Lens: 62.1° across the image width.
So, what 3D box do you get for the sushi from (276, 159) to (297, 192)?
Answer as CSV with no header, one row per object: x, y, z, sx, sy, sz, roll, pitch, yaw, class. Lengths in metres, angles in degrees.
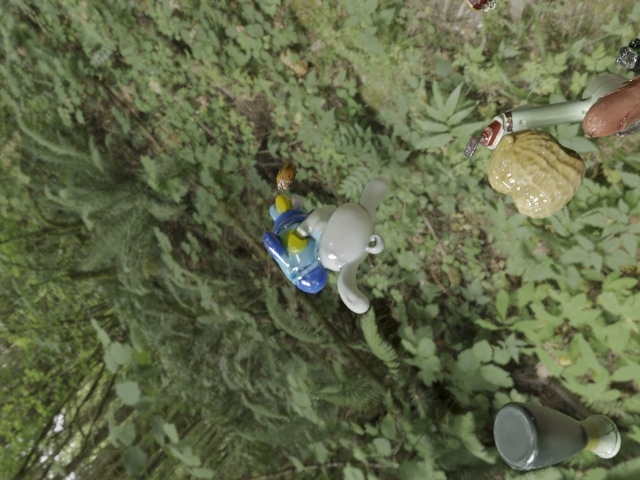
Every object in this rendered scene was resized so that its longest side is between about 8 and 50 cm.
-0.085,-0.174,1.406,0.047,0.099,0.050,39,155,-21,sushi

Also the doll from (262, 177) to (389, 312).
0.002,0.007,1.432,0.366,0.376,0.187,1,132,25,doll

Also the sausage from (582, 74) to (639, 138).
0.696,-0.313,1.059,0.087,0.433,0.088,61,172,14,sausage

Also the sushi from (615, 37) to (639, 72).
1.005,-0.594,1.703,0.084,0.056,0.083,87,180,-46,sushi

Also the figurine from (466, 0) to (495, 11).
0.511,-0.753,1.620,0.154,0.082,0.098,-169,63,-74,figurine

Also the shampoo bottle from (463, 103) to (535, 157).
0.595,-0.356,1.761,0.071,0.284,0.153,52,150,32,shampoo bottle

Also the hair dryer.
0.645,-0.338,1.401,0.362,0.203,0.128,-6,113,18,hair dryer

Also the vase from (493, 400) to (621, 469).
0.656,0.537,1.465,0.321,0.173,0.173,8,171,-20,vase

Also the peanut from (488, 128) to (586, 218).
0.534,-0.172,1.328,0.233,0.196,0.110,36,-166,-11,peanut
